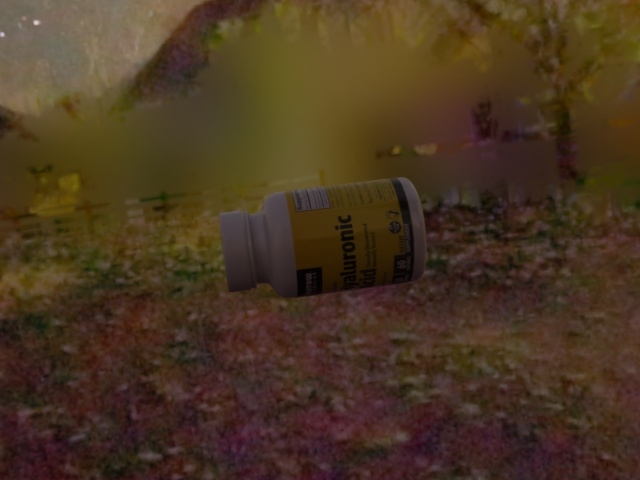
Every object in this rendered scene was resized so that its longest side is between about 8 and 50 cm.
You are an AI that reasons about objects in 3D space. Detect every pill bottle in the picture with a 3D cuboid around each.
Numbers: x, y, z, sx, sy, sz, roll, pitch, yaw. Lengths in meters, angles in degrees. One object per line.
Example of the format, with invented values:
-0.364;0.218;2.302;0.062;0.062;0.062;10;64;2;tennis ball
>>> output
0.000;0.000;0.463;0.116;0.065;0.065;-7;8;-6;pill bottle
